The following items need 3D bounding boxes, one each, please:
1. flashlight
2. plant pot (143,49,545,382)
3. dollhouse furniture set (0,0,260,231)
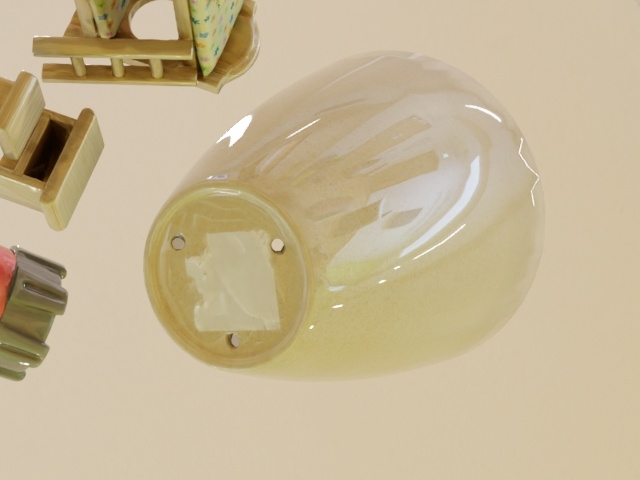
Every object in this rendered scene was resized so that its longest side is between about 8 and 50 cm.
[{"bbox_3d":[-0.345,0.013,1.112,0.304,0.103,0.103,22,-91,-25],"label":"flashlight"},{"bbox_3d":[0.000,0.000,1.069,0.256,0.274,0.256,5,-78,24],"label":"plant pot"},{"bbox_3d":[-0.098,-0.105,0.704,0.101,0.182,0.161,19,-111,7],"label":"dollhouse furniture set"}]
